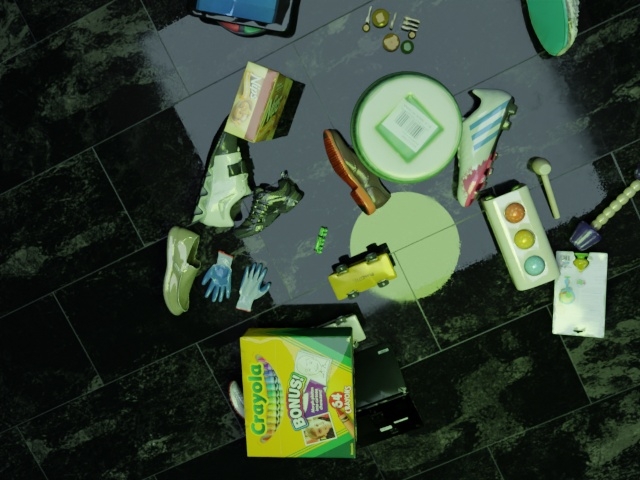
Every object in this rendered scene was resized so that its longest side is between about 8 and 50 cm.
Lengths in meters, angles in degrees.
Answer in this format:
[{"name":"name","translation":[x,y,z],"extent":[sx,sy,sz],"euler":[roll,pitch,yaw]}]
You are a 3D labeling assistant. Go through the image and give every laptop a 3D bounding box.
[{"name":"laptop","translation":[0.157,0.476,2.093],"extent":[0.234,0.136,0.264],"euler":[-22,123,9]}]

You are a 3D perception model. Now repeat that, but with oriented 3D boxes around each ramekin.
[{"name":"ramekin","translation":[0.227,-0.294,1.802],"extent":[0.304,0.148,0.303],"euler":[1,99,4]}]

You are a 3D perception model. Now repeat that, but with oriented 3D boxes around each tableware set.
[{"name":"tableware set","translation":[0.192,-0.579,1.900],"extent":[0.154,0.024,0.104],"euler":[16,104,1]}]

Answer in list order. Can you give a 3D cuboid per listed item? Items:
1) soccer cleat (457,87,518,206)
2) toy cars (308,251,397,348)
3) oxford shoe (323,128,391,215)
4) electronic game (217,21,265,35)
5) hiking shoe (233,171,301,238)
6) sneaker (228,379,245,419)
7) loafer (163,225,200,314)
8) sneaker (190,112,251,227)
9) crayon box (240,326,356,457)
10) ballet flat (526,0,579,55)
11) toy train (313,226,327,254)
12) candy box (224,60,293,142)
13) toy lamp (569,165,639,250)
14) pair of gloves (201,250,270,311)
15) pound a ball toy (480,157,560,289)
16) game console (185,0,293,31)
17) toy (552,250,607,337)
[{"name":"soccer cleat","translation":[0.424,-0.261,1.903],"extent":[0.143,0.116,0.331],"euler":[23,99,17]},{"name":"toy cars","translation":[0.080,0.187,2.015],"extent":[0.177,0.087,0.393],"euler":[26,104,1]},{"name":"oxford shoe","translation":[0.101,-0.208,1.949],"extent":[0.098,0.097,0.271],"euler":[-34,100,-10]},{"name":"electronic game","translation":[-0.204,-0.684,1.900],"extent":[0.230,0.048,0.229],"euler":[1,100,4]},{"name":"hiking shoe","translation":[-0.170,-0.098,1.985],"extent":[0.227,0.086,0.114],"euler":[-36,97,0]},{"name":"sneaker","translation":[-0.197,0.508,2.100],"extent":[0.093,0.088,0.225],"euler":[-40,101,2]},{"name":"loafer","translation":[-0.403,0.092,2.027],"extent":[0.092,0.102,0.268],"euler":[3,100,10]},{"name":"sneaker","translation":[-0.260,-0.195,1.969],"extent":[0.146,0.122,0.330],"euler":[14,100,-16]},{"name":"crayon box","translation":[-0.059,0.437,1.978],"extent":[0.313,0.106,0.362],"euler":[-2,99,6]},{"name":"ballet flat","translation":[0.602,-0.696,1.796],"extent":[0.147,0.147,0.408],"euler":[-22,98,8]},{"name":"toy train","translation":[0.000,0.000,2.020],"extent":[0.024,0.017,0.083],"euler":[18,101,11]},{"name":"candy box","translation":[-0.157,-0.361,1.817],"extent":[0.088,0.316,0.182],"euler":[21,100,1]},{"name":"toy lamp","translation":[0.805,-0.084,1.908],"extent":[0.080,0.080,0.274],"euler":[40,99,-3]},{"name":"pair of gloves","translation":[-0.252,0.126,2.060],"extent":[0.198,0.023,0.159],"euler":[20,101,2]},{"name":"pound a ball toy","translation":[0.585,-0.047,1.903],"extent":[0.208,0.136,0.319],"euler":[-21,98,8]},{"name":"game console","translation":[-0.210,-0.713,1.795],"extent":[0.293,0.250,0.173],"euler":[11,66,3]},{"name":"toy","translation":[0.739,0.150,1.961],"extent":[0.137,0.056,0.237],"euler":[3,93,21]}]
